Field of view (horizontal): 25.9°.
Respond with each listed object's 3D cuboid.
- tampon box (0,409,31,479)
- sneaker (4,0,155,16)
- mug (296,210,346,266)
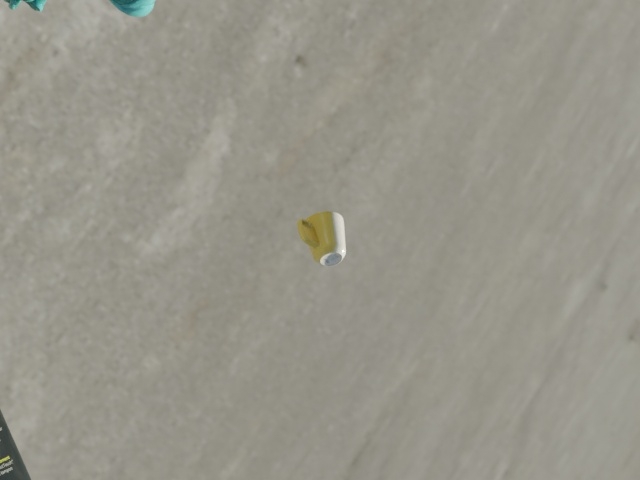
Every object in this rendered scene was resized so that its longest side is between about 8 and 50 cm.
[{"bbox_3d":[-0.298,0.182,1.037,0.101,0.161,0.120,-27,176,34],"label":"tampon box"},{"bbox_3d":[-0.261,-0.244,1.154,0.107,0.275,0.110,-62,160,-59],"label":"sneaker"},{"bbox_3d":[0.001,0.002,1.977,0.078,0.064,0.062,-1,143,-17],"label":"mug"}]
